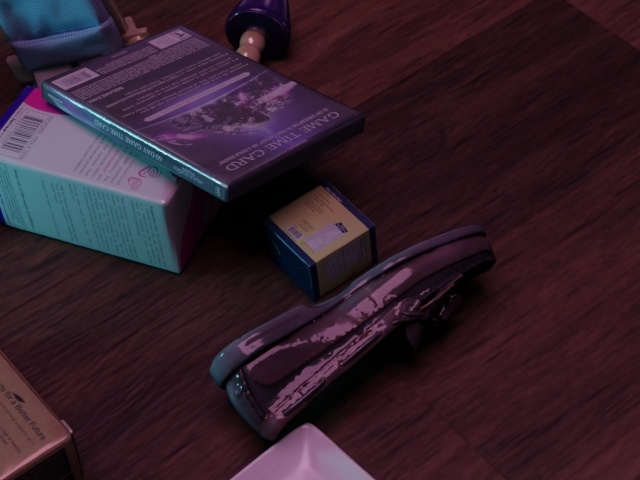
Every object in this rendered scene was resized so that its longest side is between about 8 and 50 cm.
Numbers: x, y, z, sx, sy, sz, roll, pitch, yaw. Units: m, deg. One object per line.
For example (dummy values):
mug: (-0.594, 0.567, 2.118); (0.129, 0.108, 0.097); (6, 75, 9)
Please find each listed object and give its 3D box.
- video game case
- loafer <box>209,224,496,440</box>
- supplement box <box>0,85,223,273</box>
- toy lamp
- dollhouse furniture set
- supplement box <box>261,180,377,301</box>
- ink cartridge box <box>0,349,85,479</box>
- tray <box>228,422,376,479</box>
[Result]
video game case: (-0.121, -0.136, 1.497); (0.274, 0.026, 0.196); (30, 43, 32)
loafer: (0.046, 0.088, 1.380); (0.303, 0.109, 0.095); (-26, 72, -19)
supplement box: (-0.224, -0.065, 1.522); (0.220, 0.114, 0.111); (15, 51, 19)
toy lamp: (-0.087, -0.179, 1.636); (0.080, 0.080, 0.274); (6, 52, 11)
dollhouse furniture set: (-0.358, -0.223, 1.558); (0.304, 0.286, 0.198); (-9, 48, 13)
supplement box: (0.000, 0.000, 1.480); (0.083, 0.056, 0.083); (-31, 53, -21)
ink cartridge box: (-0.357, 0.179, 1.336); (0.193, 0.088, 0.235); (-32, 53, -23)
tray: (-0.062, 0.281, 1.257); (0.270, 0.030, 0.145); (-36, 54, -24)
